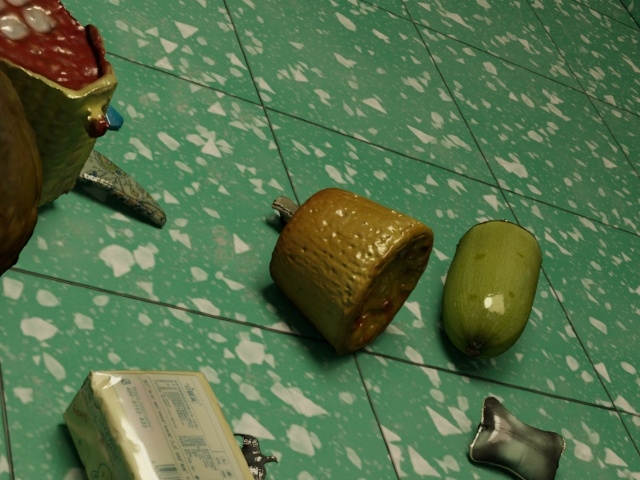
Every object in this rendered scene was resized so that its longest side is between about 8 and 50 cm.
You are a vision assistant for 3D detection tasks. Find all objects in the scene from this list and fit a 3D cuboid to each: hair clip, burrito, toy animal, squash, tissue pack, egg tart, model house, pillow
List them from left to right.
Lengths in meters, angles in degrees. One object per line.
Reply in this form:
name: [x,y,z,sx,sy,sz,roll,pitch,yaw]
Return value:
model house: [-0.346,-0.168,1.500,0.254,0.196,0.160,45,42,17]
hair clip: [-0.285,-0.085,1.625,0.229,0.036,0.066,30,37,-13]
tissue pack: [-0.150,0.223,1.292,0.148,0.092,0.196,6,44,-42]
toy animal: [-0.070,0.239,1.417,0.050,0.028,0.084,14,35,-33]
burrito: [0.001,-0.002,1.811,0.171,0.042,0.051,35,20,-8]
egg tart: [0.032,0.032,1.678,0.147,0.202,0.202,33,27,21]
squash: [0.241,0.079,1.867,0.132,0.132,0.247,35,29,-6]
pillow: [0.255,0.266,1.700,0.136,0.055,0.091,30,33,-11]

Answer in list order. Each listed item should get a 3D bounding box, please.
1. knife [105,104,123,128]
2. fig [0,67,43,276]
knife: [-0.377,-0.249,1.765,0.296,0.026,0.044,43,33,4]
fig: [-0.386,-0.131,1.267,0.286,0.368,0.286,17,38,-14]
